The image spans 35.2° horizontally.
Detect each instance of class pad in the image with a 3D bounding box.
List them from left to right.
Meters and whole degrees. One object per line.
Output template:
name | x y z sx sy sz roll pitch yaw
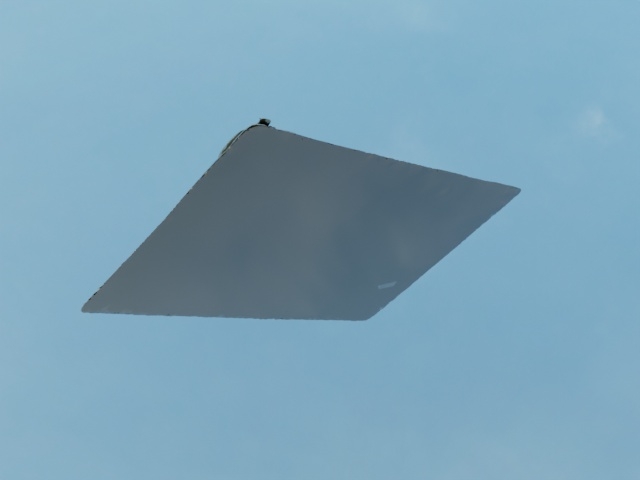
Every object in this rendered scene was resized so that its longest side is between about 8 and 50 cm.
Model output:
pad | 0.000 0.000 0.610 0.159 0.265 0.009 -43 -120 28
